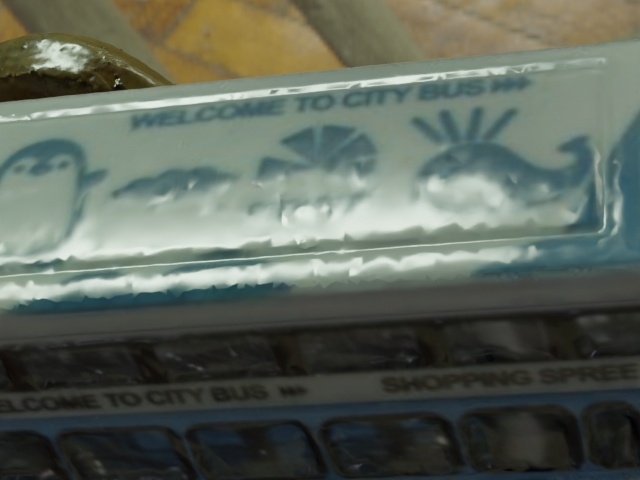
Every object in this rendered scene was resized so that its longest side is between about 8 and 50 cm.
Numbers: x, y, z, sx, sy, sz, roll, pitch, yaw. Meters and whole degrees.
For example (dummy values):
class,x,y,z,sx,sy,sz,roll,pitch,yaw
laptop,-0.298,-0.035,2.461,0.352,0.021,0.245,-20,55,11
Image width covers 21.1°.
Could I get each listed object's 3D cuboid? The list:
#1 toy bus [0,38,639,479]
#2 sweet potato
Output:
class,x,y,z,sx,sy,sz,roll,pitch,yaw
toy bus,-0.015,0.025,0.494,0.297,0.131,0.106,-5,45,15
sweet potato,-0.168,-0.071,0.957,0.233,0.081,0.062,-13,29,34
